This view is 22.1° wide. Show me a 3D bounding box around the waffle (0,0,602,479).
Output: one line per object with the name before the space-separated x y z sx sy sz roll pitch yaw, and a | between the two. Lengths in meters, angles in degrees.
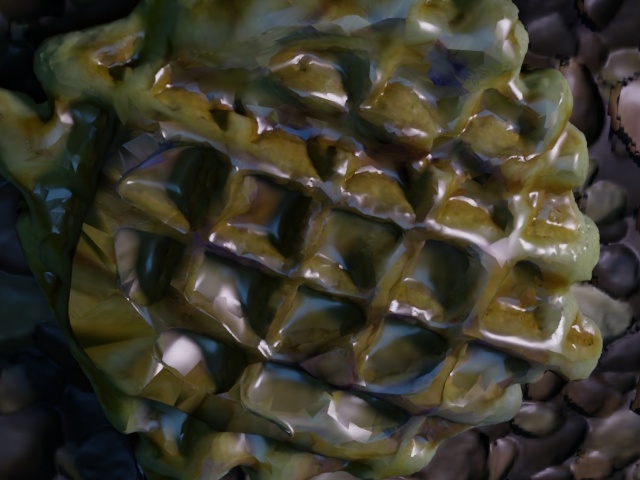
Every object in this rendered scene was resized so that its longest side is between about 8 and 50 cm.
waffle | 0.001 0.001 0.588 0.204 0.054 0.223 -21 119 1
